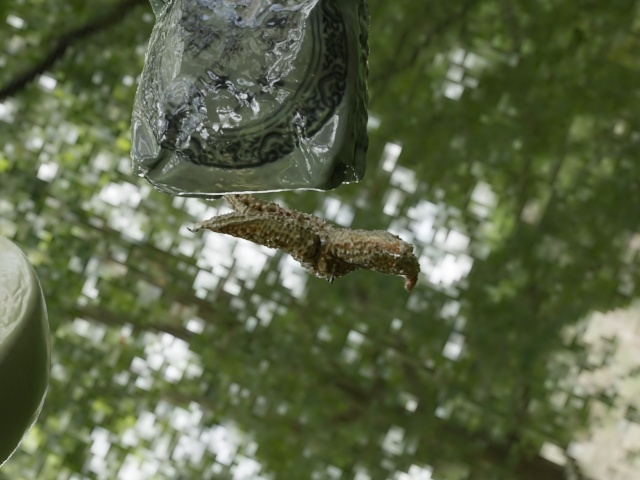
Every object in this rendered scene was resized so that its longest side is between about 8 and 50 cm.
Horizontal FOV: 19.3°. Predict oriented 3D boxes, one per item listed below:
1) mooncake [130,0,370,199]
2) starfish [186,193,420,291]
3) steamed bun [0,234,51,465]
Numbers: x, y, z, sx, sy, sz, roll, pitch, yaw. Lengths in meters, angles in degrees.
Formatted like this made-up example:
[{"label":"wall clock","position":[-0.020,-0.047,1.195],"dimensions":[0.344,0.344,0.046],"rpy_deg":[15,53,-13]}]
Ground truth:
[{"label":"mooncake","position":[-0.077,-0.170,1.958],"dimensions":[0.136,0.250,0.254],"rpy_deg":[38,-129,-63]},{"label":"starfish","position":[-0.025,-0.002,2.308],"dimensions":[0.301,0.293,0.084],"rpy_deg":[20,-91,-84]},{"label":"steamed bun","position":[-0.340,0.125,1.773],"dimensions":[0.200,0.155,0.250],"rpy_deg":[88,-154,-44]}]
